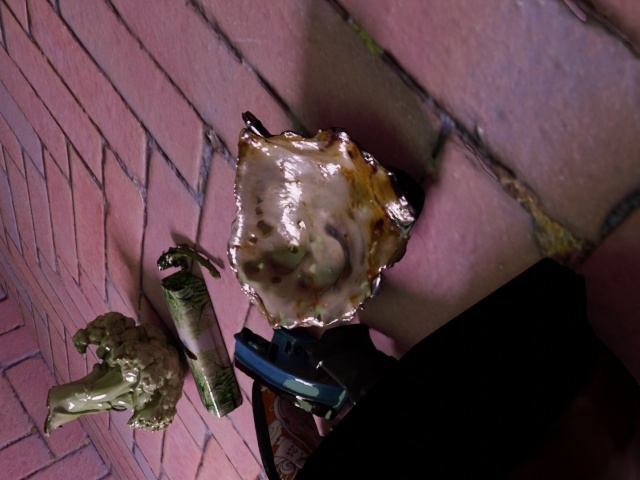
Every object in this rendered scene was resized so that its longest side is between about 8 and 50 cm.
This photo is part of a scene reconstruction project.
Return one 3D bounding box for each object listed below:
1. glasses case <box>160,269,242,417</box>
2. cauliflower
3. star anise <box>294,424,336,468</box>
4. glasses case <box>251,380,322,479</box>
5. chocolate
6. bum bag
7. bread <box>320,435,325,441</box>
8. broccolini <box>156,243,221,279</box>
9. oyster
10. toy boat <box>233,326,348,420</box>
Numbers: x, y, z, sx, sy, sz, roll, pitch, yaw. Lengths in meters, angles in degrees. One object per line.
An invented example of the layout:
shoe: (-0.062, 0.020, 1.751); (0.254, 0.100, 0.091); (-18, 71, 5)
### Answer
glasses case: (-0.226, 0.195, 1.368); (0.095, 0.062, 0.272); (15, 125, 53)
cauliflower: (-0.434, 0.280, 1.562); (0.327, 0.281, 0.260); (-24, 65, 57)
star anise: (0.087, 0.295, 0.909); (0.212, 0.129, 0.282); (34, 150, 19)
glasses case: (-0.045, 0.282, 1.047); (0.103, 0.067, 0.266); (44, -171, -25)
chocolate: (0.164, 0.261, 0.573); (0.331, 0.383, 0.383); (43, 149, 1)
bum bag: (0.054, 0.159, 0.841); (0.198, 0.087, 0.049); (42, 134, 51)
bread: (0.015, 0.356, 1.107); (0.130, 0.071, 0.139); (64, 152, 5)
broccolini: (-0.229, 0.035, 1.271); (0.194, 0.054, 0.052); (6, 99, 54)
oyster: (0.000, 0.009, 0.836); (0.221, 0.096, 0.361); (42, 145, 24)
toy boat: (-0.035, 0.172, 1.034); (0.223, 0.100, 0.097); (20, 94, 43)
